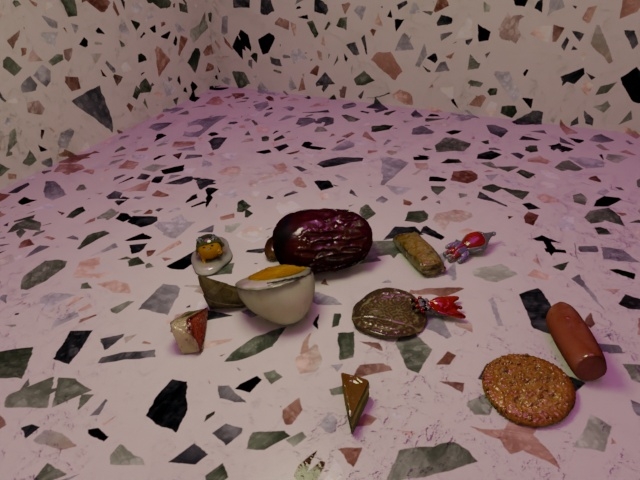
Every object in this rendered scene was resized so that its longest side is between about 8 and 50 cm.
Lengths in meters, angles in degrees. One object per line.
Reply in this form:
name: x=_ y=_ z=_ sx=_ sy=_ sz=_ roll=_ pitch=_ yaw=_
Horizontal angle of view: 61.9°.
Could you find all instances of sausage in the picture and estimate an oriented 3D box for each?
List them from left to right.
sausage: x=0.745 y=0.287 z=1.574 sx=0.113 sy=0.114 sz=0.259 roll=-4 pitch=32 yaw=2

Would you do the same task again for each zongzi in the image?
zongzi: x=-0.316 y=0.167 z=1.837 sx=0.189 sy=0.178 sz=0.081 roll=-3 pitch=51 yaw=2

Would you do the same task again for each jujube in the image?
jujube: x=0.000 y=0.000 z=2.001 sx=0.376 sy=0.258 sz=0.258 roll=2 pitch=32 yaw=-12

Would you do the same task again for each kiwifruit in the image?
kiwifruit: x=-0.185 y=0.029 z=2.126 sx=0.075 sy=0.075 sz=0.124 roll=0 pitch=37 yaw=7

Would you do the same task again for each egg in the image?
egg: x=-0.147 y=0.189 z=1.800 sx=0.264 sy=0.174 sz=0.286 roll=-16 pitch=12 yaw=-37

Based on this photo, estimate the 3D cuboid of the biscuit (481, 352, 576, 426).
biscuit: x=0.577 y=0.406 z=1.485 sx=0.254 sy=0.035 sz=0.254 roll=-3 pitch=33 yaw=2

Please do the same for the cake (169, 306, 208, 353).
cake: x=-0.433 y=0.262 z=1.762 sx=0.086 sy=0.117 sz=0.220 roll=-11 pitch=34 yaw=2

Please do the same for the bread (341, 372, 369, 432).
bread: x=0.073 y=0.443 z=1.461 sx=0.084 sy=0.074 sz=0.139 roll=10 pitch=38 yaw=21

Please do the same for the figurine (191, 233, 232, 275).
figurine: x=-0.444 y=0.012 z=2.122 sx=0.166 sy=0.141 sz=0.250 roll=-9 pitch=33 yaw=-3

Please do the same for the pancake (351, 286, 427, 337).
pancake: x=0.231 y=0.241 z=1.784 sx=0.250 sy=0.031 sz=0.250 roll=-3 pitch=33 yaw=2

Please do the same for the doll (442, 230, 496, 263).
doll: x=0.575 y=0.016 z=2.041 sx=0.227 sy=0.075 sz=0.102 roll=-26 pitch=52 yaw=-13

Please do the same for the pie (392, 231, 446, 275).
pie: x=0.374 y=0.039 z=2.043 sx=0.128 sy=0.068 sz=0.282 roll=-12 pitch=30 yaw=-12

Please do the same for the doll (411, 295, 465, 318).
doll: x=0.388 y=0.214 z=1.767 sx=0.169 sy=0.057 sz=0.109 roll=9 pitch=32 yaw=-6
